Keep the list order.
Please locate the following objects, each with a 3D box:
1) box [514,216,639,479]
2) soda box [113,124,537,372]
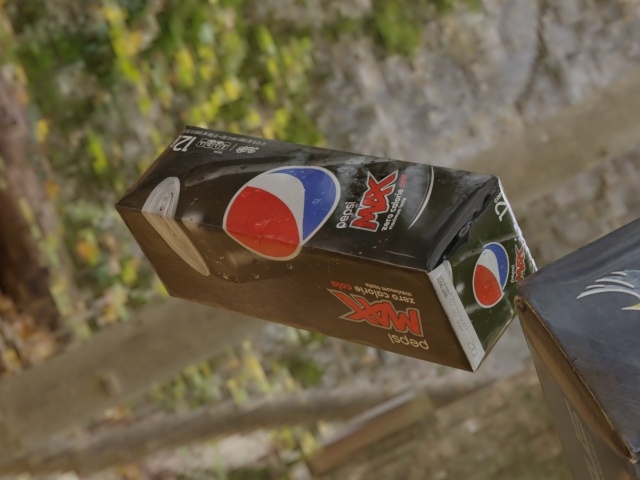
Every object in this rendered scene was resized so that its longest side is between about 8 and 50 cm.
[{"bbox_3d":[0.160,0.064,0.417,0.232,0.183,0.059,65,-4,-38],"label":"box"},{"bbox_3d":[0.000,0.000,0.758,0.169,0.053,0.060,11,-39,40],"label":"soda box"}]
